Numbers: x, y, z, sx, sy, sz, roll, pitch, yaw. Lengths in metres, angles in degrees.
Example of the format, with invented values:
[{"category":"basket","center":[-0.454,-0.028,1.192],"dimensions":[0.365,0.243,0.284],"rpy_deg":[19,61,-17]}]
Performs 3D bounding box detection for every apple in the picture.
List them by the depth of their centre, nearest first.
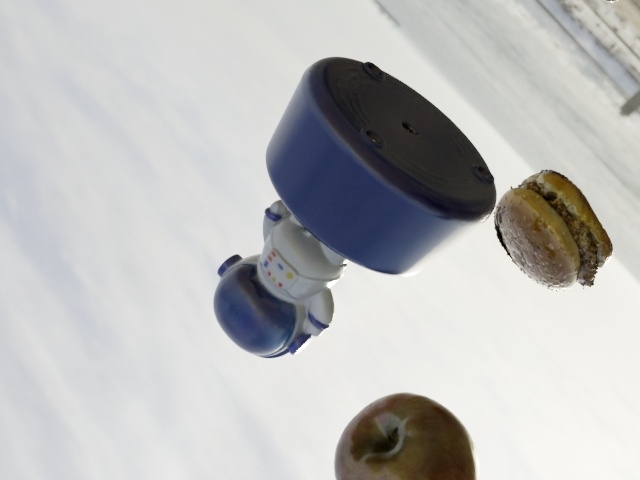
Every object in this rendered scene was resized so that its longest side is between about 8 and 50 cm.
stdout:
[{"category":"apple","center":[0.117,0.301,1.317],"dimensions":[0.174,0.188,0.188],"rpy_deg":[50,-172,-35]}]

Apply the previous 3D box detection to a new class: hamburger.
[{"category":"hamburger","center":[0.348,-0.006,1.499],"dimensions":[0.191,0.118,0.182],"rpy_deg":[52,173,14]}]

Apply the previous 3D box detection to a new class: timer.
[{"category":"timer","center":[0.000,0.000,1.224],"dimensions":[0.270,0.383,0.270],"rpy_deg":[29,-151,-18]}]
